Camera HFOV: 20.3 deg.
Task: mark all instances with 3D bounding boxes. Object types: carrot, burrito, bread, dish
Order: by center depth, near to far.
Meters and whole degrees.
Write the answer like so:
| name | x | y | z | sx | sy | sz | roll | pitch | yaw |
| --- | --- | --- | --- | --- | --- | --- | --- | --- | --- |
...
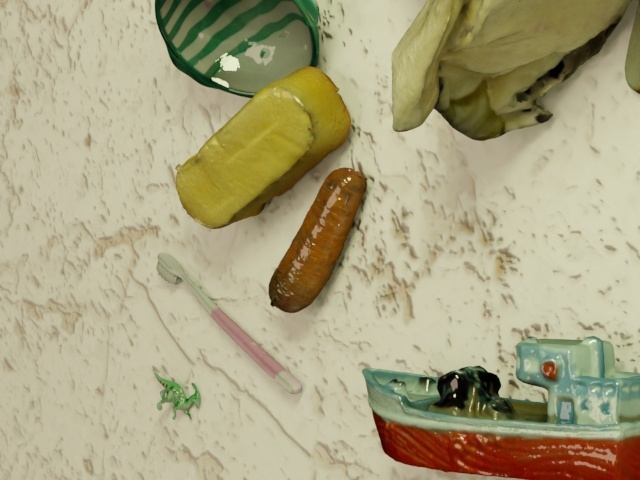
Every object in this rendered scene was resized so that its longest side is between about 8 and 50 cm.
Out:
| name | x | y | z | sx | sy | sz | roll | pitch | yaw |
| --- | --- | --- | --- | --- | --- | --- | --- | --- | --- |
| burrito | 0.187 | -0.234 | 1.661 | 0.135 | 0.190 | 0.332 | 61 | 139 | 27 |
| carrot | 0.000 | 0.000 | 1.967 | 0.060 | 0.060 | 0.186 | 45 | 116 | 34 |
| dish | -0.093 | -0.267 | 1.987 | 0.224 | 0.246 | 0.078 | -24 | 30 | 44 |
| bread | -0.062 | -0.101 | 1.997 | 0.102 | 0.094 | 0.245 | 54 | 131 | 5 |

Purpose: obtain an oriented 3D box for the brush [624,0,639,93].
| name | x | y | z | sx | sy | sz | roll | pitch | yaw |
| --- | --- | --- | --- | --- | --- | --- | --- | --- | --- |
| brush | 0.330 | -0.300 | 1.648 | 0.085 | 0.020 | 0.337 | 20 | 105 | 43 |

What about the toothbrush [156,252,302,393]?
| name | x | y | z | sx | sy | sz | roll | pitch | yaw |
| --- | --- | --- | --- | --- | --- | --- | --- | --- | --- |
| toothbrush | -0.112 | 0.098 | 2.108 | 0.286 | 0.020 | 0.025 | 41 | 127 | 37 |

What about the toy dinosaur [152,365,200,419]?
| name | x | y | z | sx | sy | sz | roll | pitch | yaw |
| --- | --- | --- | --- | --- | --- | --- | --- | --- | --- |
| toy dinosaur | -0.176 | 0.182 | 2.175 | 0.062 | 0.021 | 0.083 | -31 | 74 | 34 |

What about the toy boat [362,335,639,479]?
| name | x | y | z | sx | sy | sz | roll | pitch | yaw |
| --- | --- | --- | --- | --- | --- | --- | --- | --- | --- |
| toy boat | 0.176 | 0.156 | 1.730 | 0.331 | 0.145 | 0.133 | 0 | 91 | 39 |
